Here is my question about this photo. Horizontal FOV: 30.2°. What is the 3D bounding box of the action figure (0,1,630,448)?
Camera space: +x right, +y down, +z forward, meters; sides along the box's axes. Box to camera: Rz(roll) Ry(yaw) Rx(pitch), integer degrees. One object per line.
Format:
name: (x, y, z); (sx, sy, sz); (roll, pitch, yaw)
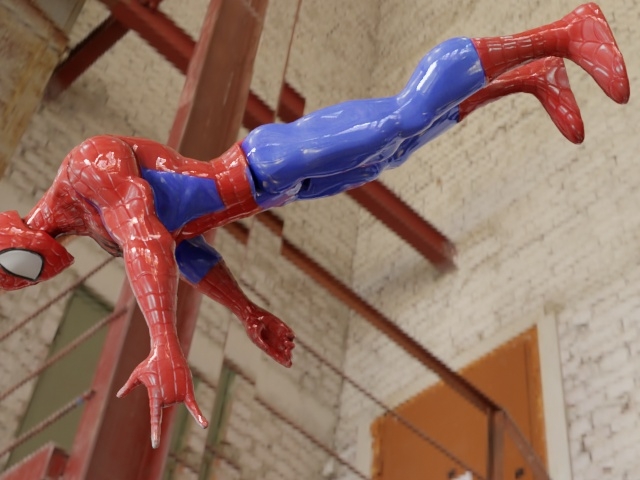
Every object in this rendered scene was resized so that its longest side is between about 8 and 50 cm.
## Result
action figure: (0.000, 0.000, 0.500); (0.280, 0.139, 0.091); (-14, -13, -10)
